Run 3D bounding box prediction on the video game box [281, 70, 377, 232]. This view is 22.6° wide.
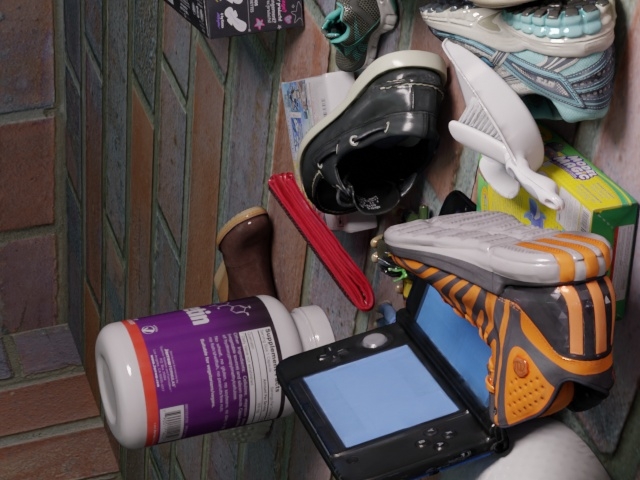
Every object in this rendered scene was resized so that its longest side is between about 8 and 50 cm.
[{"bbox_3d":[0.010,-0.114,2.099,0.187,0.048,0.205,-175,75,-69],"label":"video game box"}]

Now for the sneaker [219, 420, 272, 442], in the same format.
[{"bbox_3d":[-0.123,0.240,2.648,0.095,0.090,0.235,-95,10,-48],"label":"sneaker"}]

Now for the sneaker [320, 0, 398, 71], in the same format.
[{"bbox_3d":[0.033,-0.251,1.911,0.166,0.076,0.065,120,137,-63],"label":"sneaker"}]

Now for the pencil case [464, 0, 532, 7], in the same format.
[{"bbox_3d":[0.096,-0.313,1.528,0.410,0.183,0.160,-149,60,-67],"label":"pencil case"}]

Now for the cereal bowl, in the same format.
[{"bbox_3d":[0.199,0.354,1.649,0.339,0.141,0.339,170,90,-71],"label":"cereal bowl"}]

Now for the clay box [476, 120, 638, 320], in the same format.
[{"bbox_3d":[0.217,-0.028,1.524,0.222,0.053,0.127,-127,32,-53],"label":"clay box"}]

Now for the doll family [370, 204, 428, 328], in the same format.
[{"bbox_3d":[0.104,0.053,1.882,0.111,0.076,0.193,36,138,58],"label":"doll family"}]

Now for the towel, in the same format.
[{"bbox_3d":[0.000,0.000,1.992,0.199,0.031,0.275,55,178,-2],"label":"towel"}]

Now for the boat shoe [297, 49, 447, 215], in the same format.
[{"bbox_3d":[0.061,-0.088,1.841,0.340,0.127,0.113,134,136,-56],"label":"boat shoe"}]

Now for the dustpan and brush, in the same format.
[{"bbox_3d":[0.167,-0.082,1.434,0.211,0.060,0.147,36,154,50],"label":"dustpan and brush"}]

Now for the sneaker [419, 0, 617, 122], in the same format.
[{"bbox_3d":[0.177,-0.169,1.488,0.283,0.110,0.122,-149,46,-67],"label":"sneaker"}]

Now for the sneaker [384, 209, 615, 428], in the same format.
[{"bbox_3d":[0.157,0.075,1.479,0.321,0.124,0.180,-159,60,-66],"label":"sneaker"}]

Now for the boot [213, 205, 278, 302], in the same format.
[{"bbox_3d":[-0.084,0.083,2.467,0.207,0.090,0.248,58,153,23],"label":"boot"}]

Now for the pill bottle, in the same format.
[{"bbox_3d":[-0.147,0.180,2.279,0.181,0.322,0.182,170,90,-71],"label":"pill bottle"}]

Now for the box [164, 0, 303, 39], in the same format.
[{"bbox_3d":[-0.129,-0.388,2.214,0.247,0.142,0.163,-134,36,-61],"label":"box"}]

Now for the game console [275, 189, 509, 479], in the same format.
[{"bbox_3d":[0.089,0.098,1.673,0.293,0.250,0.173,-129,24,-64],"label":"game console"}]
